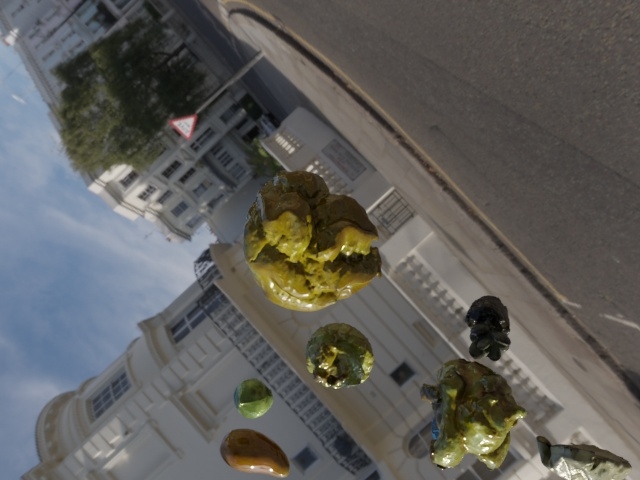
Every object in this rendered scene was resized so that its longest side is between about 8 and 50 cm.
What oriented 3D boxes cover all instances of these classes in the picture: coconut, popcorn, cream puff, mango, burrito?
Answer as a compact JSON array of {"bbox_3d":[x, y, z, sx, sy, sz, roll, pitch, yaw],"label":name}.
[{"bbox_3d":[-0.156,0.360,0.991,0.088,0.088,0.096,48,-162,19],"label":"coconut"},{"bbox_3d":[0.061,0.367,1.395,0.221,0.204,0.184,9,-175,8],"label":"popcorn"},{"bbox_3d":[0.000,-0.001,0.990,0.291,0.257,0.324,-21,-71,-66],"label":"cream puff"},{"bbox_3d":[-0.153,0.509,1.040,0.184,0.085,0.102,26,-169,-18],"label":"mango"},{"bbox_3d":[0.460,0.515,1.291,0.325,0.290,0.321,55,-157,13],"label":"popcorn"},{"bbox_3d":[0.884,0.760,1.474,0.332,0.135,0.190,25,169,-31],"label":"burrito"}]

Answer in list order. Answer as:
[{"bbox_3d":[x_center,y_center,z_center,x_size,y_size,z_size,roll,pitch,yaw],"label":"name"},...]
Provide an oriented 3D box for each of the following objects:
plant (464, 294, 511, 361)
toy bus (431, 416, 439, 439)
[{"bbox_3d":[0.585,0.315,1.517,0.149,0.146,0.274,37,-150,1],"label":"plant"},{"bbox_3d":[0.529,0.744,1.699,0.106,0.185,0.090,67,-151,-11],"label":"toy bus"}]
